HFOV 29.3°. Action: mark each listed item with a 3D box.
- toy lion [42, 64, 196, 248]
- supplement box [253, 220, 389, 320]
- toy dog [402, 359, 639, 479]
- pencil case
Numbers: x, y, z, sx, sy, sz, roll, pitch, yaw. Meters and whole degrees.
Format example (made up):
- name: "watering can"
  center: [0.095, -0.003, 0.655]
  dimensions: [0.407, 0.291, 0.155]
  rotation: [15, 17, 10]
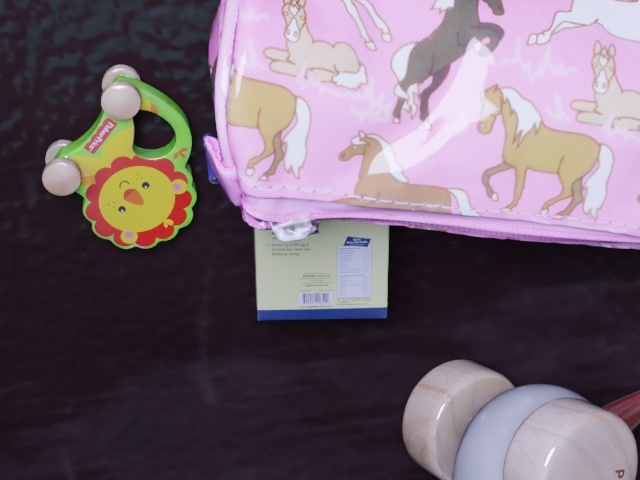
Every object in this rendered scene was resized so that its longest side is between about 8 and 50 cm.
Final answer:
- name: "toy lion"
  center: [-0.114, -0.044, 0.755]
  dimensions: [0.096, 0.034, 0.100]
  rotation: [32, 111, -25]
- name: "supplement box"
  center: [0.000, 0.000, 0.765]
  dimensions: [0.083, 0.056, 0.083]
  rotation: [-1, 117, -2]
- name: "toy dog"
  center: [0.160, 0.221, 0.823]
  dimensions: [0.161, 0.220, 0.334]
  rotation: [-11, 127, -25]
- name: "pencil case"
  center: [0.130, -0.072, 0.678]
  dimensions: [0.386, 0.160, 0.167]
  rotation: [5, 116, -6]
